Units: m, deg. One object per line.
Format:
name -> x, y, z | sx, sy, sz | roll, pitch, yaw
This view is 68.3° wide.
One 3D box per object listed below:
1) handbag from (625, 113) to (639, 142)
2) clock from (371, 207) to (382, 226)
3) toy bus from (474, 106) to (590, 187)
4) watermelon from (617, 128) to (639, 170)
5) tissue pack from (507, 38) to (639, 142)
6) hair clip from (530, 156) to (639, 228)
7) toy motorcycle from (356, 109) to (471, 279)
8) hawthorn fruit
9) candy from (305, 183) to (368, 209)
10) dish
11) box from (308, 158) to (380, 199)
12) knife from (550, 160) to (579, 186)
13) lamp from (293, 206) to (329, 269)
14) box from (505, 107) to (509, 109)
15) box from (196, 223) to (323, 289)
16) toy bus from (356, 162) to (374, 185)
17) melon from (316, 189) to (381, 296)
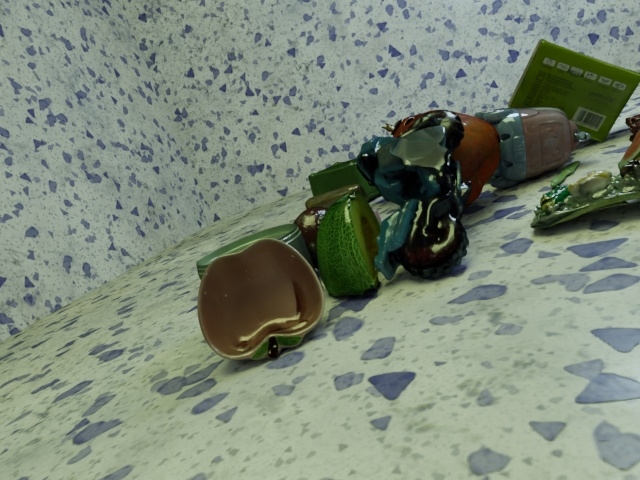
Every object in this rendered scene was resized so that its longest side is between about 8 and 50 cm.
handbag -> 0.832, -0.266, 1.004 | 0.275, 0.084, 0.260 | -17, 15, 24
clock -> 0.081, -0.044, 1.369 | 0.150, 0.063, 0.197 | -22, 11, -7
toy bus -> 0.551, -0.265, 1.260 | 0.231, 0.197, 0.294 | -9, 13, 12
watermelon -> 0.612, -0.156, 0.779 | 0.146, 0.128, 0.231 | 27, 4, 17
tissue pack -> 0.711, -0.429, 1.350 | 0.274, 0.200, 0.167 | 25, 27, 11
hair clip -> 0.499, -0.093, 0.753 | 0.321, 0.091, 0.138 | -11, 12, 37
toy motorcycle -> 0.174, -0.097, 0.941 | 0.232, 0.172, 0.416 | -12, 51, 27
hawthorn fruit -> 0.272, -0.206, 1.170 | 0.276, 0.307, 0.276 | -49, -16, -20
candy -> 0.059, -0.131, 1.726 | 0.234, 0.104, 0.102 | -16, 17, 26
dish -> -0.099, 0.112, 0.805 | 0.213, 0.213, 0.090 | -23, -22, -9
box -> 0.117, -0.246, 1.968 | 0.328, 0.178, 0.252 | -9, 18, 48
knife -> 0.581, -0.160, 1.116 | 0.030, 0.014, 0.207 | -13, 13, 44
lamp -> -0.002, 0.003, 1.103 | 0.135, 0.157, 0.156 | -36, 5, 42
box -> 0.488, -0.287, 1.477 | 0.260, 0.175, 0.062 | -24, 47, -11
box -> -0.124, 0.073, 0.975 | 0.226, 0.149, 0.226 | -20, 11, 4
toy bus -> 0.237, -0.211, 1.588 | 0.092, 0.093, 0.409 | -35, 26, -5
melon -> 0.046, 0.001, 0.951 | 0.129, 0.169, 0.265 | -19, 10, 19
